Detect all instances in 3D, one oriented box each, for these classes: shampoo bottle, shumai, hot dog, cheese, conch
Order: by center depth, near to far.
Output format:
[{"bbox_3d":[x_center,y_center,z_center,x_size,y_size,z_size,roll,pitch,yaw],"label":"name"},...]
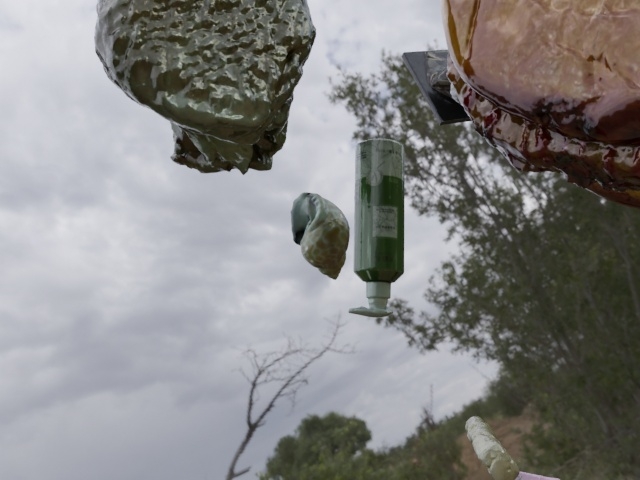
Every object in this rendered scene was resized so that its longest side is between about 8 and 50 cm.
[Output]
[{"bbox_3d":[0.265,-0.142,0.502,0.185,0.405,0.223,14,-84,-43],"label":"hot dog"},{"bbox_3d":[-0.133,-0.207,0.703,0.224,0.261,0.222,-3,-7,-19],"label":"shumai"},{"bbox_3d":[0.066,-0.013,0.740,0.065,0.205,0.065,1,-9,0],"label":"shampoo bottle"},{"bbox_3d":[0.253,0.313,0.953,0.043,0.065,0.194,-42,-5,3],"label":"cheese"},{"bbox_3d":[0.006,-0.014,1.245,0.116,0.173,0.106,-31,-13,34],"label":"conch"}]

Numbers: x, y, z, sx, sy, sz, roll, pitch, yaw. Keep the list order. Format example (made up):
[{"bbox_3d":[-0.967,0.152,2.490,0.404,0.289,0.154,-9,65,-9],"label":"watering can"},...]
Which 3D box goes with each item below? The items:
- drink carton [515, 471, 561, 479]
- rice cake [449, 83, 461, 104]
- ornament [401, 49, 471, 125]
[{"bbox_3d":[0.367,0.486,0.953,0.108,0.271,0.161,-14,40,54],"label":"drink carton"},{"bbox_3d":[0.206,-0.287,0.860,0.036,0.207,0.047,5,12,1],"label":"rice cake"},{"bbox_3d":[0.270,-0.310,1.013,0.166,0.153,0.196,-13,-21,-28],"label":"ornament"}]
